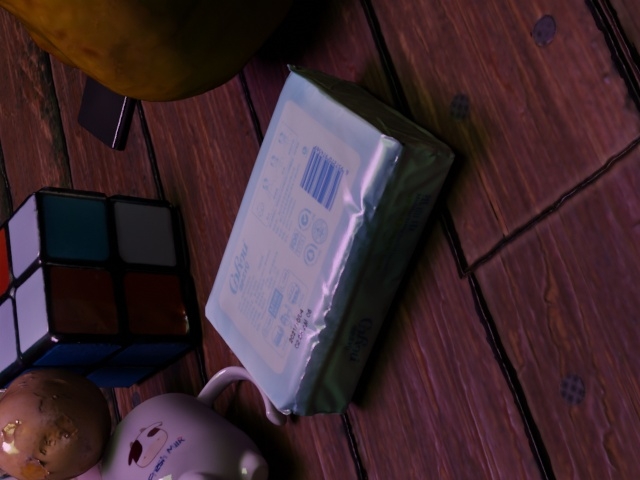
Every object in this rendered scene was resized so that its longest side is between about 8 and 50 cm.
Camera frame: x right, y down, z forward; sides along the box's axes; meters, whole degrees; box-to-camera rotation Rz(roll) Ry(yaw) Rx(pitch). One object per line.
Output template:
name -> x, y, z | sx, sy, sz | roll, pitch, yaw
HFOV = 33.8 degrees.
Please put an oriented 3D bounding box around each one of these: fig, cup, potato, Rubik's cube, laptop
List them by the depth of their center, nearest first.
fig -> -0.156, -0.313, 0.992 | 0.343, 0.343, 0.343 | -8, 80, 51
cup -> -0.104, 0.224, 1.028 | 0.142, 0.173, 0.134 | 19, 133, 50
potato -> -0.271, 0.189, 1.060 | 0.109, 0.118, 0.178 | -45, 7, 1
Rubik's cube -> -0.261, 0.059, 1.180 | 0.167, 0.183, 0.180 | -34, 62, 44
laptop -> -0.261, -0.224, 1.346 | 0.135, 0.016, 0.197 | 35, 112, 49

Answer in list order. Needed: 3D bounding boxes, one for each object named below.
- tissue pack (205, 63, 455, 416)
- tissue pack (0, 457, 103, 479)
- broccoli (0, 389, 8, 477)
tissue pack -> 0.000, 0.000, 0.929 | 0.177, 0.089, 0.263 | 44, 122, 46
tissue pack -> -0.234, 0.349, 1.101 | 0.124, 0.185, 0.225 | 109, 144, -47
broccoli -> -0.498, 0.229, 1.419 | 0.280, 0.293, 0.348 | -11, 88, 13
